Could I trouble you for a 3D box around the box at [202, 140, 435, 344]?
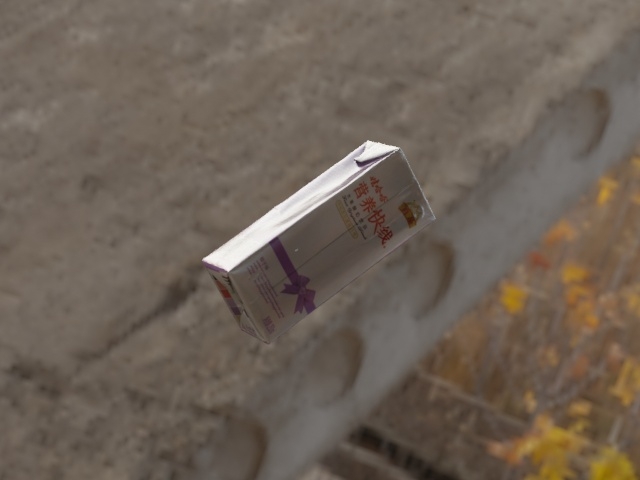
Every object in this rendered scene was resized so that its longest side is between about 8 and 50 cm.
[{"bbox_3d":[0.000,0.000,0.972,0.117,0.050,0.036,-35,25,-20],"label":"box"}]
